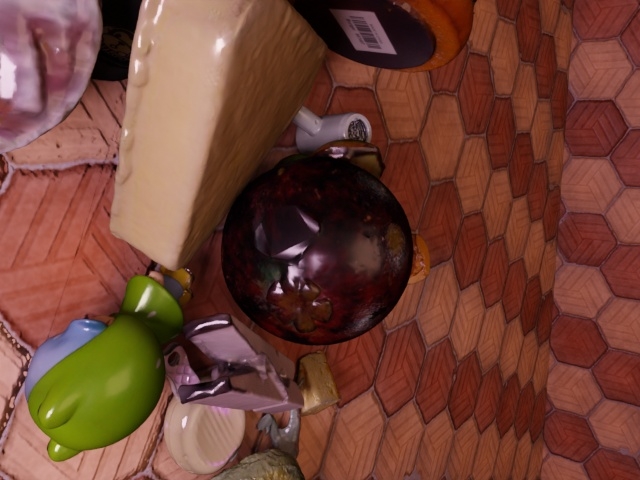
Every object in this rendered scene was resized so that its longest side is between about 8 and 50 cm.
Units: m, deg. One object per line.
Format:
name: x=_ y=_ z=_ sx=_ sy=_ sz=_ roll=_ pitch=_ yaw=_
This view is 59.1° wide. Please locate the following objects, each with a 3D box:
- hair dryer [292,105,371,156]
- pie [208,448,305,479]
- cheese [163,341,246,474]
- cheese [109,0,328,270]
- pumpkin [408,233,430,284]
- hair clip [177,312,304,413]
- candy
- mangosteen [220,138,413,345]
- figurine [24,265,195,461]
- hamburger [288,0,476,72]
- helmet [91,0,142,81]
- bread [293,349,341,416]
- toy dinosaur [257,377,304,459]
hair dryer: x=-0.035 y=-0.214 z=0.914 sx=0.236 sy=0.131 sz=0.073 roll=32 pitch=74 yaw=-36
pie: x=-0.131 y=0.455 z=0.901 sx=0.276 sy=0.078 sz=0.277 roll=-23 pitch=131 yaw=-29
cheese: x=-0.184 y=0.245 z=0.838 sx=0.137 sy=0.064 sz=0.228 roll=-48 pitch=132 yaw=-41
cheese: x=-0.111 y=-0.171 z=0.647 sx=0.384 sy=0.104 sz=0.384 roll=-58 pitch=176 yaw=-6
pumpkin: x=0.136 y=0.042 z=1.180 sx=0.183 sy=0.107 sz=0.119 roll=5 pitch=85 yaw=-45
hair clip: x=-0.106 y=0.197 z=0.831 sx=0.331 sy=0.085 sz=0.101 roll=59 pitch=13 yaw=-65
candy: x=-0.305 y=-0.223 z=0.493 sx=0.214 sy=0.157 sz=0.290 roll=-4 pitch=103 yaw=-20
mangosteen: x=-0.006 y=0.006 z=0.855 sx=0.311 sy=0.311 sz=0.312 roll=-13 pitch=107 yaw=-51
figurine: x=-0.240 y=0.132 z=0.685 sx=0.263 sy=0.143 sz=0.162 roll=-58 pitch=174 yaw=-46
hamburger: x=0.101 y=-0.436 z=0.872 sx=0.330 sy=0.329 sz=0.250 roll=28 pitch=80 yaw=-51
helmet: x=-0.187 y=-0.311 z=0.634 sx=0.230 sy=0.160 sz=0.279 roll=31 pitch=80 yaw=-57
bread: x=-0.024 y=0.277 z=1.090 sx=0.084 sy=0.080 sz=0.109 roll=4 pitch=58 yaw=-53
toy dinosaur: x=-0.062 y=0.374 z=1.029 sx=0.167 sy=0.053 sz=0.242 roll=43 pitch=63 yaw=-49
